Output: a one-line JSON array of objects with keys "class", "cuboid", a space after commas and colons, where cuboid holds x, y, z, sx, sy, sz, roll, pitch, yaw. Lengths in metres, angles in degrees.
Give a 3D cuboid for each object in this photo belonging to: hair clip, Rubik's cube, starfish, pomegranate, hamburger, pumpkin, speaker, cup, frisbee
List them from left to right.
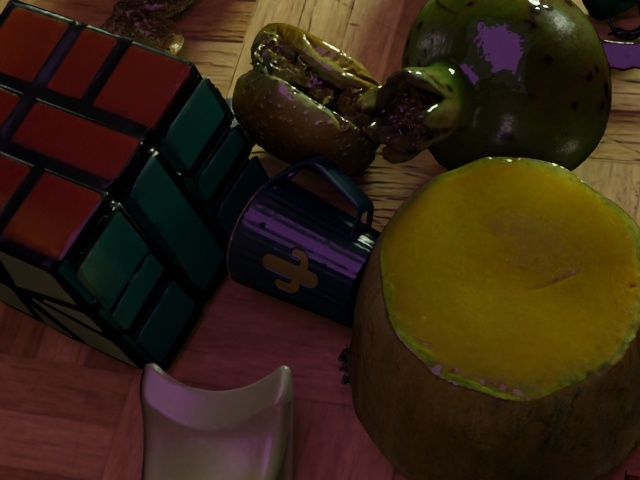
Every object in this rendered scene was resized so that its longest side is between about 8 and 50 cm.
[{"class": "Rubik's cube", "cuboid": [-0.264, -0.056, 1.578, 0.294, 0.288, 0.283, 24, 71, 29]}, {"class": "starfish", "cuboid": [-0.219, -0.285, 1.818, 0.138, 0.050, 0.247, 2, 50, 23]}, {"class": "hair clip", "cuboid": [-0.118, 0.276, 1.460, 0.173, 0.113, 0.282, -1, 57, 17]}, {"class": "hamburger", "cuboid": [-0.016, -0.147, 1.609, 0.189, 0.215, 0.122, 32, 78, -1]}, {"class": "cup", "cuboid": [0.000, 0.000, 1.541, 0.155, 0.176, 0.131, 27, 28, 22]}, {"class": "pomegranate", "cuboid": [0.185, -0.149, 1.492, 0.242, 0.242, 0.306, 9, 37, 22]}, {"class": "pumpkin", "cuboid": [0.181, 0.080, 1.389, 0.332, 0.199, 0.332, -4, 60, 7]}, {"class": "speaker", "cuboid": [0.352, -0.285, 1.638, 0.075, 0.060, 0.094, -26, 58, 4]}, {"class": "frisbee", "cuboid": [0.399, -0.221, 1.592, 0.211, 0.012, 0.187, 36, 87, 23]}]

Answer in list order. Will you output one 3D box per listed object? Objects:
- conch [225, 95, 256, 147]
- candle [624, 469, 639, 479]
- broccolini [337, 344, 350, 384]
[{"class": "conch", "cuboid": [-0.108, -0.133, 1.706, 0.076, 0.056, 0.085, -18, 36, 33]}, {"class": "candle", "cuboid": [0.380, 0.250, 1.358, 0.167, 0.021, 0.026, 5, 44, 21]}, {"class": "broccolini", "cuboid": [0.118, 0.184, 1.470, 0.239, 0.051, 0.054, 33, 63, 23]}]
